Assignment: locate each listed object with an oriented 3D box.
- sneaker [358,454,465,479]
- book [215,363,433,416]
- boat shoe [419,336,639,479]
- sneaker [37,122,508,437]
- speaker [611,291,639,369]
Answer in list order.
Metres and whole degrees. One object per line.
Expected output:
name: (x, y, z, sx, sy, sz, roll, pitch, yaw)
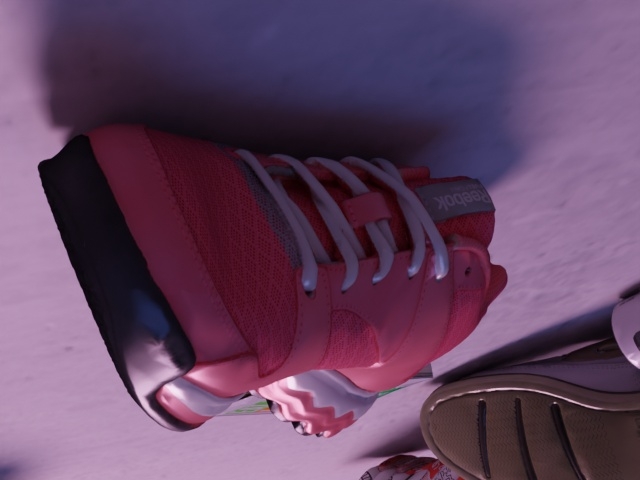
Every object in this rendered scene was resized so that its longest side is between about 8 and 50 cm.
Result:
sneaker: (0.128, 0.215, 1.115, 0.270, 0.145, 0.090, -43, 113, -4)
book: (-0.010, 0.092, 0.794, 0.144, 0.035, 0.096, 4, 156, -42)
boat shoe: (0.227, 0.129, 0.902, 0.302, 0.113, 0.103, -4, -160, 29)
sneaker: (0.000, 0.000, 0.497, 0.136, 0.116, 0.314, -30, 163, 10)
speaker: (0.261, 0.038, 0.794, 0.055, 0.055, 0.136, 4, 152, -39)
